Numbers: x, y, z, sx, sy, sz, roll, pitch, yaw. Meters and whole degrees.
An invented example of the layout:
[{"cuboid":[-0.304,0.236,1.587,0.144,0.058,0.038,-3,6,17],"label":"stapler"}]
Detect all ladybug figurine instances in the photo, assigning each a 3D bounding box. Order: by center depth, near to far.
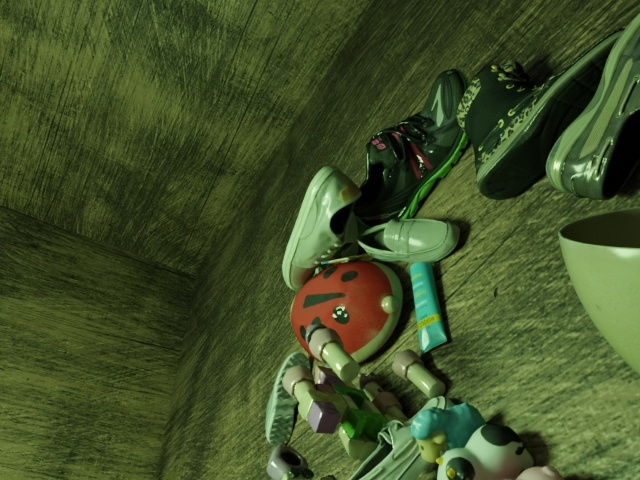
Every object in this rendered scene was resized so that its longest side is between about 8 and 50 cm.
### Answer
[{"cuboid":[0.049,0.189,1.277,0.449,0.162,0.305,-28,43,55],"label":"ladybug figurine"}]

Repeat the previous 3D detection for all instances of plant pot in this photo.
[{"cuboid":[0.428,0.067,0.501,0.284,0.284,0.190,5,107,66],"label":"plant pot"}]

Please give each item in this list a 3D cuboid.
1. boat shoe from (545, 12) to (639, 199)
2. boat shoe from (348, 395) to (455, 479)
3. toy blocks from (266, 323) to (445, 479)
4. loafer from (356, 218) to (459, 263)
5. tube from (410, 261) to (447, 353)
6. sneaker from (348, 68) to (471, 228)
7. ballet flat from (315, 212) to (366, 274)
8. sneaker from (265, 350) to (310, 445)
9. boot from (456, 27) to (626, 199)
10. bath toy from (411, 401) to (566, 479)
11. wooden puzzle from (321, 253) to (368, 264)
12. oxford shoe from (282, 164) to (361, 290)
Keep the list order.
[{"cuboid":[0.518,-0.218,0.734,0.355,0.132,0.130,-67,31,21],"label":"boat shoe"},{"cuboid":[0.145,0.380,0.853,0.267,0.088,0.096,-44,-4,-18],"label":"boat shoe"},{"cuboid":[0.041,0.344,0.994,0.260,0.289,0.308,33,101,62],"label":"toy blocks"},{"cuboid":[0.210,-0.001,1.169,0.319,0.111,0.112,-15,56,58],"label":"loafer"},{"cuboid":[0.243,0.148,1.054,0.080,0.052,0.207,129,148,-47],"label":"tube"},{"cuboid":[0.234,-0.239,1.237,0.482,0.202,0.185,-60,25,15],"label":"sneaker"},{"cuboid":[0.034,0.041,1.492,0.400,0.139,0.139,130,154,-55],"label":"ballet flat"},{"cuboid":[-0.121,0.478,1.438,0.115,0.105,0.281,0,69,65],"label":"sneaker"},{"cuboid":[0.438,-0.296,0.951,0.377,0.138,0.284,-55,25,37],"label":"boot"},{"cuboid":[0.271,0.355,0.647,0.151,0.129,0.348,-49,23,-9],"label":"bath toy"},{"cuboid":[0.067,0.054,1.266,0.116,0.079,0.014,-12,88,38],"label":"wooden puzzle"},{"cuboid":[0.000,0.000,1.294,0.169,0.130,0.449,-42,-20,-45],"label":"oxford shoe"}]
